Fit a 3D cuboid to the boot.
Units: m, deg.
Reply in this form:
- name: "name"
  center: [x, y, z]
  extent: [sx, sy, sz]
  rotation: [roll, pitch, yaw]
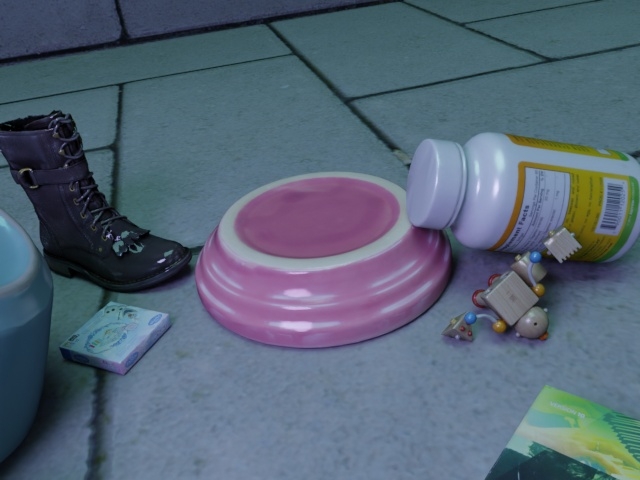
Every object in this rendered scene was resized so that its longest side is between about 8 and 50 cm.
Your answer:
- name: "boot"
  center: [-0.308, -0.056, 0.801]
  extent: [0.263, 0.229, 0.091]
  rotation: [5, 33, 19]

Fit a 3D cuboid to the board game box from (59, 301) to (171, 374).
- name: "board game box"
  center: [-0.237, 0.111, 0.713]
  extent: [0.090, 0.020, 0.090]
  rotation: [8, 34, 24]

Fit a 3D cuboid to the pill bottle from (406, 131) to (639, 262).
- name: "pill bottle"
  center: [0.232, -0.052, 0.716]
  extent: [0.246, 0.136, 0.136]
  rotation: [6, 30, -10]

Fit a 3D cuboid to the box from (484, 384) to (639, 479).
- name: "box"
  center: [0.186, 0.245, 0.371]
  extent: [0.232, 0.058, 0.322]
  rotation: [18, 38, 35]

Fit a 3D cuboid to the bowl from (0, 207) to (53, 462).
- name: "bowl"
  center: [-0.373, 0.052, 0.548]
  extent: [0.311, 0.163, 0.311]
  rotation: [33, 17, -12]

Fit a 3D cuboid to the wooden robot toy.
- name: "wooden robot toy"
  center: [0.216, 0.068, 0.655]
  extent: [0.173, 0.079, 0.076]
  rotation: [-42, -4, -2]

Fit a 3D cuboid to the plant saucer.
- name: "plant saucer"
  center: [0.000, 0.000, 0.788]
  extent: [0.332, 0.084, 0.332]
  rotation: [-6, 32, 4]
